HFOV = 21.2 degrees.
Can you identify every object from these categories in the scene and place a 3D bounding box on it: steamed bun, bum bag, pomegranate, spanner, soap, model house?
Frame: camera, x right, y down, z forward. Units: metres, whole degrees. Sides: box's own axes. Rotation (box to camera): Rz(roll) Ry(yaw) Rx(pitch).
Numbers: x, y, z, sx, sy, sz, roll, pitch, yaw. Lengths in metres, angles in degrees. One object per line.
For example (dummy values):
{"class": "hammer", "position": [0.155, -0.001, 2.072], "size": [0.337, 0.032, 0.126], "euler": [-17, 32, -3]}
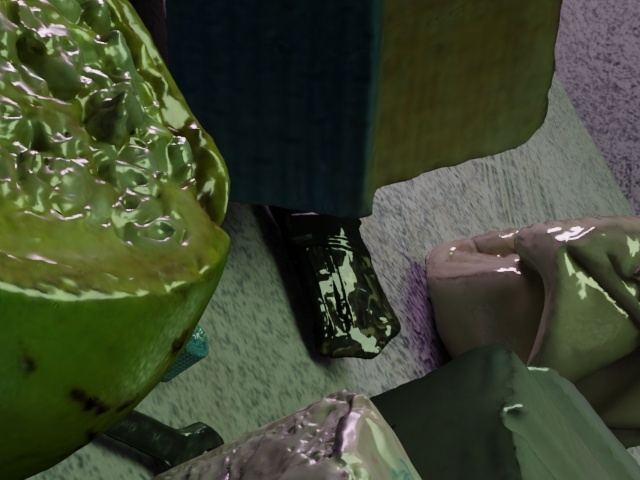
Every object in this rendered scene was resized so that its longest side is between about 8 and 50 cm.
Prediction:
{"class": "steamed bun", "position": [0.299, 0.106, 1.854], "size": [0.342, 0.368, 0.255], "euler": [152, -62, -73]}
{"class": "bum bag", "position": [0.001, 0.000, 1.577], "size": [0.102, 0.069, 0.248], "euler": [-11, 71, -33]}
{"class": "pomegranate", "position": [-0.228, -0.021, 0.839], "size": [0.358, 0.216, 0.310], "euler": [12, 46, -27]}
{"class": "spanner", "position": [-0.141, 0.113, 1.103], "size": [0.254, 0.015, 0.054], "euler": [36, 70, -51]}
{"class": "soap", "position": [0.175, 0.314, 1.382], "size": [0.435, 0.213, 0.350], "euler": [50, 25, -32]}
{"class": "model house", "position": [-0.028, -0.260, 1.439], "size": [0.382, 0.342, 0.334], "euler": [53, -27, 41]}

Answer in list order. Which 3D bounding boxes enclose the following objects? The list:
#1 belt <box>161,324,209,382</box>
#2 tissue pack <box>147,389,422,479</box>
{"class": "belt", "position": [-0.133, 0.059, 1.165], "size": [0.179, 0.065, 0.100], "euler": [36, 22, -51]}
{"class": "tissue pack", "position": [0.009, 0.249, 1.066], "size": [0.271, 0.201, 0.124], "euler": [56, 17, -22]}
